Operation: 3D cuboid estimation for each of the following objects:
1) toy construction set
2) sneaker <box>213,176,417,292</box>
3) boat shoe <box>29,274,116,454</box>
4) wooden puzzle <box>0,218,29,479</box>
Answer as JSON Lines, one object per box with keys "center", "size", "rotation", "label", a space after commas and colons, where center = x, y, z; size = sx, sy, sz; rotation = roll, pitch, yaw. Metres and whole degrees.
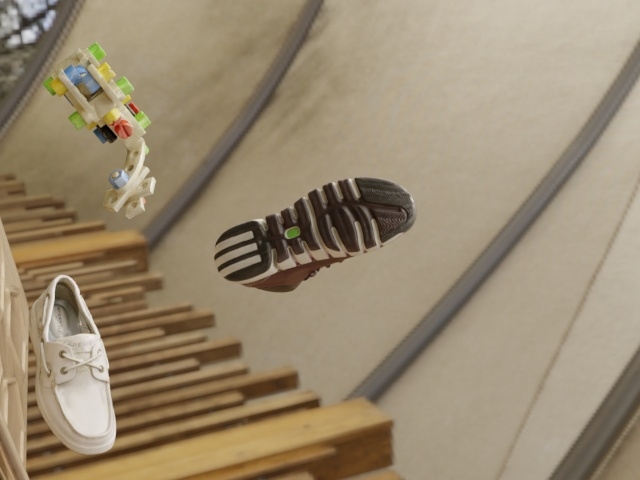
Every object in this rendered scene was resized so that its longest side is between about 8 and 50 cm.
{"center": [-0.372, -0.207, 2.006], "size": [0.215, 0.151, 0.327], "rotation": [46, -21, 47], "label": "toy construction set"}
{"center": [0.000, 0.000, 1.577], "size": [0.162, 0.281, 0.106], "rotation": [59, 17, -72], "label": "sneaker"}
{"center": [-0.345, 0.165, 1.573], "size": [0.277, 0.098, 0.096], "rotation": [62, -42, 34], "label": "boat shoe"}
{"center": [-0.392, 0.113, 1.303], "size": [0.322, 0.080, 0.348], "rotation": [94, -16, -54], "label": "wooden puzzle"}
